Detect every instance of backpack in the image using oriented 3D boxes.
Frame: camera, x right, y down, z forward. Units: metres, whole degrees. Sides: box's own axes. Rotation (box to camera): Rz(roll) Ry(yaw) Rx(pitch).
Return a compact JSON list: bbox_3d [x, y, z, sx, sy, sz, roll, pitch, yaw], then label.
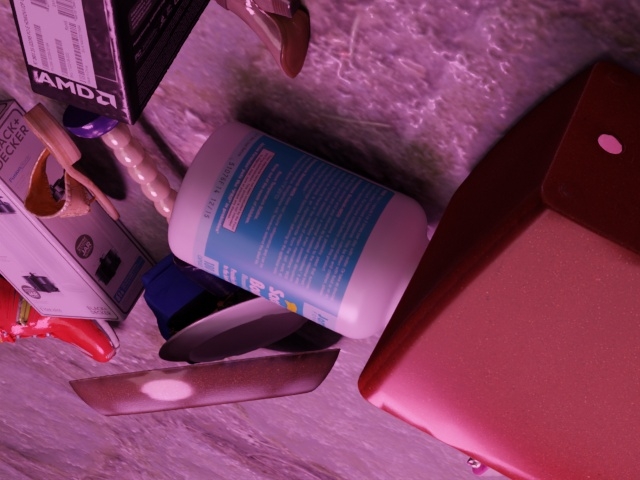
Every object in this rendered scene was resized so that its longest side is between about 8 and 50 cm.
[{"bbox_3d":[-0.149,0.075,1.598,0.101,0.098,0.120,45,163,37],"label":"backpack"}]

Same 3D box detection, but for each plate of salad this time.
[{"bbox_3d":[-0.086,0.086,1.512,0.200,0.200,0.048,-48,59,60],"label":"plate of salad"}]

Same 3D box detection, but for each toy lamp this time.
[{"bbox_3d":[-0.163,-0.045,1.441,0.080,0.080,0.274,2,140,39],"label":"toy lamp"}]

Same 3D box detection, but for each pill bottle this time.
[{"bbox_3d":[0.000,0.000,1.298,0.264,0.146,0.146,24,150,10],"label":"pill bottle"}]

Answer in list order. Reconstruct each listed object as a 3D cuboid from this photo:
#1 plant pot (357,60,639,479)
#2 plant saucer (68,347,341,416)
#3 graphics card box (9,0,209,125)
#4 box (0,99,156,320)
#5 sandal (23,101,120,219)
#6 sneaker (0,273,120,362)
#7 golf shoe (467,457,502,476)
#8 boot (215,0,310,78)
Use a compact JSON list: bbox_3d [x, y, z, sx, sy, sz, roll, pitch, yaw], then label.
[{"bbox_3d":[0.225,0.027,1.058,0.267,0.267,0.236,29,138,2],"label":"plant pot"},{"bbox_3d":[-0.129,0.163,1.560,0.311,0.050,0.310,-6,174,-1],"label":"plant saucer"},{"bbox_3d":[-0.128,-0.280,0.898,0.094,0.233,0.371,18,149,12],"label":"graphics card box"},{"bbox_3d":[-0.344,-0.030,1.609,0.169,0.087,0.290,-1,139,42],"label":"box"},{"bbox_3d":[-0.289,-0.063,1.462,0.088,0.079,0.240,47,170,19],"label":"sandal"},{"bbox_3d":[-0.402,0.104,1.832,0.279,0.118,0.107,27,151,4],"label":"sneaker"},{"bbox_3d":[0.267,0.179,1.401,0.140,0.115,0.306,19,154,-13],"label":"golf shoe"},{"bbox_3d":[-0.056,-0.195,1.163,0.087,0.042,0.118,27,150,18],"label":"boot"}]
